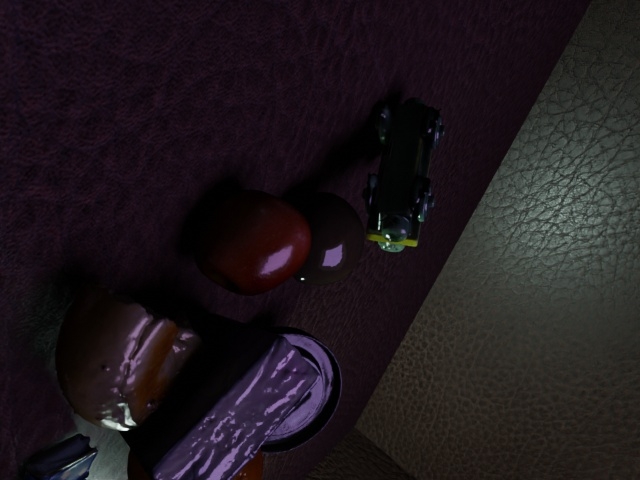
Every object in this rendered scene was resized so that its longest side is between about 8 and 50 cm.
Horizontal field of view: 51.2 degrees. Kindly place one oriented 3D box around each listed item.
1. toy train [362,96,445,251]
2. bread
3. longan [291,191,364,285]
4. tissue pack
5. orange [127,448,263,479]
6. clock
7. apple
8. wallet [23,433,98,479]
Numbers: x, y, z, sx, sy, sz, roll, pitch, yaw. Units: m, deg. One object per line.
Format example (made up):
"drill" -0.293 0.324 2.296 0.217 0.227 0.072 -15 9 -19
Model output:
"toy train" 0.175 -0.127 1.435 0.237 0.150 0.369 84 17 -56
"bread" -0.291 0.179 0.994 0.192 0.171 0.314 -65 168 -7
"longan" 0.000 0.000 1.364 0.198 0.198 0.212 -50 161 -10
"tissue pack" -0.200 0.274 1.157 0.288 0.124 0.394 -45 -163 -19
"orange" -0.264 0.475 1.412 0.284 0.284 0.226 -43 158 -27
"clock" -0.105 0.362 1.624 0.318 0.066 0.319 -6 108 -20
"apple" -0.111 0.005 1.114 0.168 0.181 0.181 -56 163 -23
"wallet" -0.483 0.450 1.199 0.141 0.059 0.202 -22 143 -60
